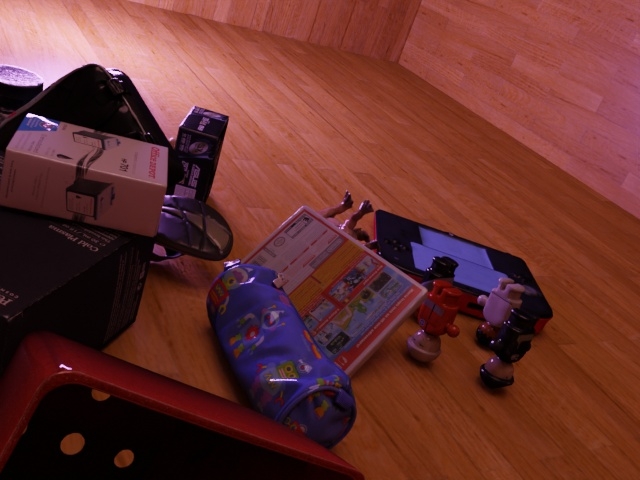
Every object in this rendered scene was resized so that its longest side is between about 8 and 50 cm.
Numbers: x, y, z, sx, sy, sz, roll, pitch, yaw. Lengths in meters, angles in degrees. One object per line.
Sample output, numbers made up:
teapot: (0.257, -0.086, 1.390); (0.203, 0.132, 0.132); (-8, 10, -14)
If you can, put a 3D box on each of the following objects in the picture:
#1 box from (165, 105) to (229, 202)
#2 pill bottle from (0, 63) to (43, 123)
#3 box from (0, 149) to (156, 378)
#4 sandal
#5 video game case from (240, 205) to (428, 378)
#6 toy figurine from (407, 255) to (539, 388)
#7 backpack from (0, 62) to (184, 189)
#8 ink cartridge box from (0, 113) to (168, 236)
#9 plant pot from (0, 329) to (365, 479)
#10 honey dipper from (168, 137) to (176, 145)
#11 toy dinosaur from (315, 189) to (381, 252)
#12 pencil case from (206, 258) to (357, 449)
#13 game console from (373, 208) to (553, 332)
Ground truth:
box: (-0.248, -0.156, 1.367); (0.077, 0.180, 0.147); (16, 25, -6)
pill bottle: (-0.526, -0.173, 1.147); (0.122, 0.219, 0.123); (16, 26, -8)
box: (-0.439, 0.031, 0.854); (0.343, 0.179, 0.312); (24, 24, 8)
sandal: (-0.290, -0.016, 1.174); (0.302, 0.086, 0.120); (10, 40, 11)
video game case: (0.004, 0.077, 1.141); (0.285, 0.025, 0.204); (36, 66, 29)
toy figurine: (0.260, 0.142, 1.211); (0.213, 0.148, 0.209); (18, 19, -1)
backpack: (-0.365, -0.124, 1.058); (0.225, 0.253, 0.191); (58, 3, -4)
ink cartridge box: (-0.299, -0.085, 0.891); (0.190, 0.082, 0.140); (11, 25, -18)
plant pot: (-0.177, 0.215, 0.551); (0.267, 0.267, 0.235); (31, -3, -33)
honey dipper: (-0.382, -0.218, 1.575); (0.030, 0.030, 0.160); (29, 23, 17)
toy dinosaur: (0.000, 0.000, 1.333); (0.200, 0.127, 0.296); (-23, 18, -7)
pencil case: (-0.061, 0.152, 0.956); (0.119, 0.133, 0.306); (43, 6, -43)
game console: (0.298, 0.054, 1.502); (0.386, 0.060, 0.342); (19, 26, -4)
